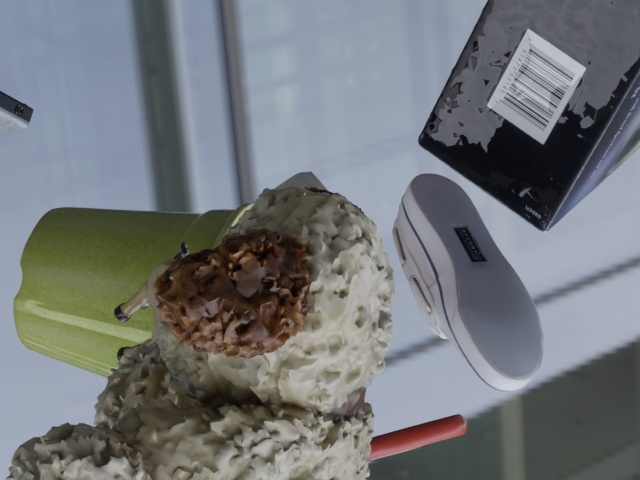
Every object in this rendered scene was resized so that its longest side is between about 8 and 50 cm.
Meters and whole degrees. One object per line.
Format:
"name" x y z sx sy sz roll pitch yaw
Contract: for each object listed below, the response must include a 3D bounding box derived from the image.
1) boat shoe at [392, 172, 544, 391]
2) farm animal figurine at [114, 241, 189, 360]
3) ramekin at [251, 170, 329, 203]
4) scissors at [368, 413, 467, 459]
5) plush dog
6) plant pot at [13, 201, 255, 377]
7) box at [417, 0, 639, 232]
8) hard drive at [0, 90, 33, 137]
"boat shoe" 0.137 0.053 1.709 0.095 0.084 0.258 5 -135 -25
"farm animal figurine" -0.091 0.198 1.784 0.172 0.330 0.327 -28 -159 41
"ramekin" 0.000 0.000 2.441 0.109 0.207 0.207 -42 -156 2
"scissors" -0.014 0.159 1.230 0.297 0.021 0.109 -9 173 -45
"plush dog" -0.028 0.080 0.962 0.210 0.225 0.262 18 -166 7
"plant pot" -0.216 0.069 2.116 0.254 0.276 0.276 10 -156 14
"box" 0.293 -0.212 1.872 0.183 0.296 0.294 36 -142 13
"hard drive" -0.337 -0.131 1.583 0.135 0.022 0.094 29 154 -33
